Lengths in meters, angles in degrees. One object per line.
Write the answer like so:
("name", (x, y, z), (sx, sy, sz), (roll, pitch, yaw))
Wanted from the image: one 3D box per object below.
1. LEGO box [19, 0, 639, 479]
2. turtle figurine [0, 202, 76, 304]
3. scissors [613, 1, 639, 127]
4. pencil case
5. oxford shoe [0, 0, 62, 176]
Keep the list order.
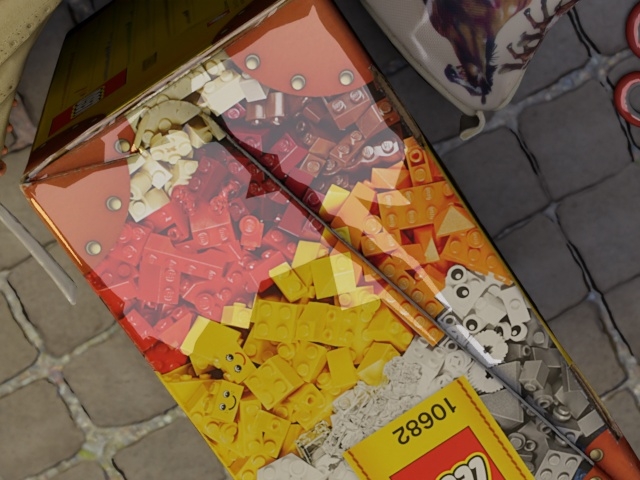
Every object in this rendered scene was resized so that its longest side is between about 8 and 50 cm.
("LEGO box", (0.000, 0.000, 1.225), (0.193, 0.500, 0.372), (-33, 105, 4))
("turtle figurine", (-0.321, -0.073, 1.353), (0.275, 0.198, 0.266), (-3, 91, -6))
("scissors", (0.377, -0.152, 1.462), (0.297, 0.021, 0.109), (-6, 104, -4))
("pencil case", (0.198, -0.269, 1.340), (0.410, 0.160, 0.183), (-44, 90, 8))
("oxford shoe", (-0.248, -0.104, 1.190), (0.397, 0.140, 0.146), (-42, 133, 12))
